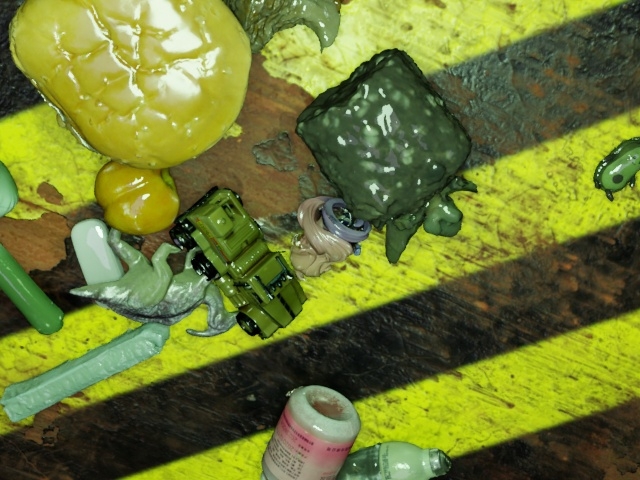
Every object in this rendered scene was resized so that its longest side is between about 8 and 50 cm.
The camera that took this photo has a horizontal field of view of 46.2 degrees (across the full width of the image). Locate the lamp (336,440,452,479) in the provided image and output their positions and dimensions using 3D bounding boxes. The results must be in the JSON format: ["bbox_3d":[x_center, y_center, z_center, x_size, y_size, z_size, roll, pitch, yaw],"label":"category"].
[{"bbox_3d":[0.120,0.430,1.405,0.250,0.101,0.101,-16,109,19],"label":"lamp"}]

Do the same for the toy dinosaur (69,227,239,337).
[{"bbox_3d":[-0.262,0.077,1.280,0.294,0.077,0.162,18,101,-12],"label":"toy dinosaur"}]

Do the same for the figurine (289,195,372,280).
[{"bbox_3d":[0.000,0.000,1.240,0.126,0.114,0.157,44,107,2],"label":"figurine"}]

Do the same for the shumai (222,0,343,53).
[{"bbox_3d":[-0.055,-0.357,1.110,0.175,0.166,0.206,15,124,-33],"label":"shumai"}]

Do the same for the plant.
[{"bbox_3d":[0.122,-0.115,1.145,0.215,0.213,0.312,-32,105,9],"label":"plant"}]

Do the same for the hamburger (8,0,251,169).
[{"bbox_3d":[-0.242,-0.234,0.995,0.318,0.158,0.319,-1,111,-2],"label":"hamburger"}]

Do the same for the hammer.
[{"bbox_3d":[-0.544,0.025,1.263,0.206,0.119,0.336,-28,114,10],"label":"hammer"}]

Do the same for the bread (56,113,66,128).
[{"bbox_3d":[-0.313,-0.319,1.112,0.172,0.121,0.311,-3,118,-20],"label":"bread"}]

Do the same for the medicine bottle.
[{"bbox_3d":[-0.031,0.396,1.367,0.147,0.147,0.247,21,108,-7],"label":"medicine bottle"}]

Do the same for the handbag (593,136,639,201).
[{"bbox_3d":[0.493,-0.124,1.226,0.072,0.047,0.111,37,108,-13],"label":"handbag"}]

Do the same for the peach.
[{"bbox_3d":[-0.296,-0.073,1.208,0.138,0.138,0.138,0,110,0],"label":"peach"}]

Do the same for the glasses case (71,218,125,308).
[{"bbox_3d":[-0.379,0.041,1.295,0.063,0.041,0.164,-14,109,3],"label":"glasses case"}]

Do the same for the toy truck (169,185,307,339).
[{"bbox_3d":[-0.118,0.038,1.228,0.127,0.127,0.257,-44,114,-27],"label":"toy truck"}]

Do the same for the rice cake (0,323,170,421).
[{"bbox_3d":[-0.419,0.232,1.351,0.336,0.066,0.063,-25,107,8],"label":"rice cake"}]
